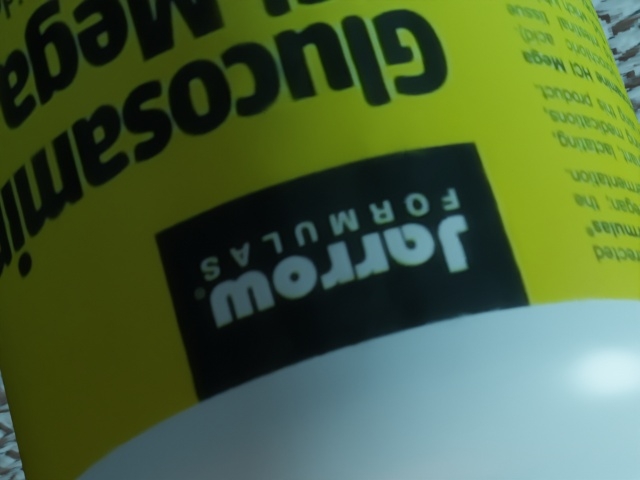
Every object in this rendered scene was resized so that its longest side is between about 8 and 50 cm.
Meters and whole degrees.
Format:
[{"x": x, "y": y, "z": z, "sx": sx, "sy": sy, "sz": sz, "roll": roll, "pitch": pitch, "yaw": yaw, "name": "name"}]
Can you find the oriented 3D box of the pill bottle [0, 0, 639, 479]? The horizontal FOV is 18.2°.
[{"x": 0.000, "y": 0.000, "z": 0.554, "sx": 0.188, "sy": 0.334, "sz": 0.188, "roll": -15, "pitch": 157, "yaw": -6, "name": "pill bottle"}]
